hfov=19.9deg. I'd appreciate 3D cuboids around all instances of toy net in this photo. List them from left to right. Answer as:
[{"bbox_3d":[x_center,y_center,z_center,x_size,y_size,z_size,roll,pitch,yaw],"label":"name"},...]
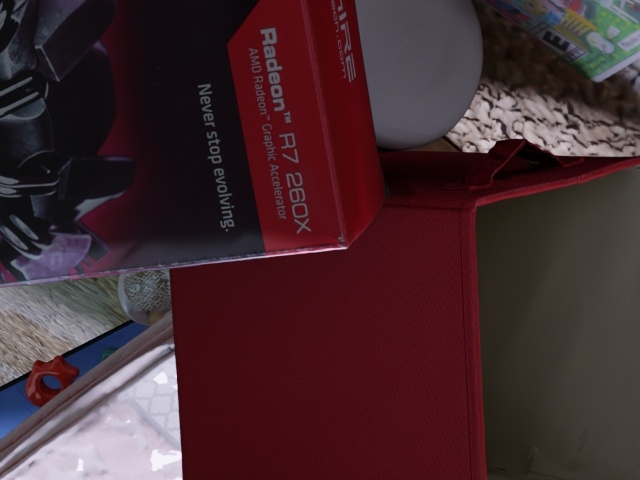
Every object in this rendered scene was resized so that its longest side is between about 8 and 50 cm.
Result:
[{"bbox_3d":[-0.132,0.074,1.283,0.122,0.045,0.232,22,116,0],"label":"toy net"}]

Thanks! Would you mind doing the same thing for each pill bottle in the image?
[{"bbox_3d":[-0.008,-0.093,0.956,0.103,0.103,0.184,41,157,-26],"label":"pill bottle"}]

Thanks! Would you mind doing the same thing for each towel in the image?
[{"bbox_3d":[-0.078,0.221,1.307,0.332,0.317,0.053,42,-159,-25],"label":"towel"}]

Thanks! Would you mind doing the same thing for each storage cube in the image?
[{"bbox_3d":[0.053,0.054,0.943,0.193,0.215,0.184,3,-169,38],"label":"storage cube"}]

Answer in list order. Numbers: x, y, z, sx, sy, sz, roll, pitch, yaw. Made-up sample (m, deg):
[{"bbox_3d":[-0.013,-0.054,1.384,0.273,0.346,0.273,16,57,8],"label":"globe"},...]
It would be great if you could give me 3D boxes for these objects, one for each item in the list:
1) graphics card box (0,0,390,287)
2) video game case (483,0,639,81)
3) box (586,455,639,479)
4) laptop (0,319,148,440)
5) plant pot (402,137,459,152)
[{"bbox_3d":[-0.172,-0.094,0.805,0.371,0.094,0.232,-6,105,13],"label":"graphics card box"},{"bbox_3d":[0.097,-0.157,0.777,0.193,0.023,0.212,35,160,-10],"label":"video game case"},{"bbox_3d":[0.273,0.150,1.067,0.127,0.148,0.232,14,154,38],"label":"box"},{"bbox_3d":[-0.027,0.204,1.486,0.408,0.236,0.382,23,159,21],"label":"laptop"},{"bbox_3d":[0.000,0.000,1.156,0.237,0.109,0.237,28,160,11],"label":"plant pot"}]
